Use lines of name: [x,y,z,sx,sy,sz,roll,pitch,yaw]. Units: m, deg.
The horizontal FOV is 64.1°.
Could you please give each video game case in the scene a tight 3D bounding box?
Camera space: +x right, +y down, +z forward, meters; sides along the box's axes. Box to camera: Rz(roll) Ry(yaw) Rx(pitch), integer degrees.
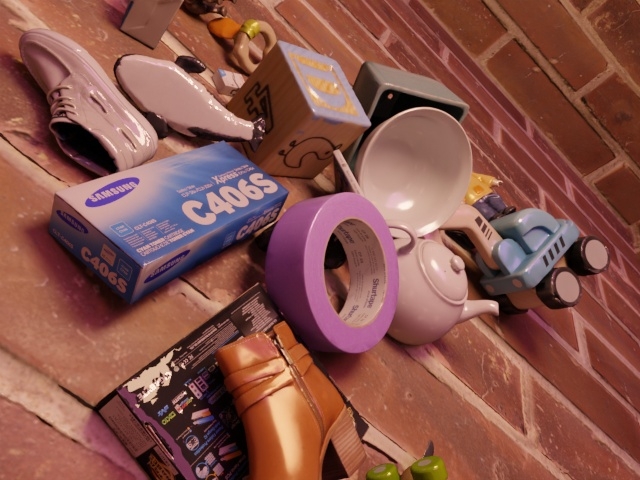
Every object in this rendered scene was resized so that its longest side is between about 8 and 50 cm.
video game case: [0.064,-0.099,1.118,0.019,0.157,0.143,-22,63,-7]

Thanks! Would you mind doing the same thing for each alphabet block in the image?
alphabet block: [-0.049,-0.269,1.091,0.192,0.197,0.193,-1,61,-47]

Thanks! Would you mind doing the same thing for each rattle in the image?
rattle: [-0.167,-0.460,1.270,0.199,0.142,0.130,13,82,-60]

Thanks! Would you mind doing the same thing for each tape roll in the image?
tape roll: [0.030,0.057,0.899,0.274,0.090,0.275,8,79,-49]

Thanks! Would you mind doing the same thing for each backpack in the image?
backpack: [0.441,-0.045,1.509,0.120,0.098,0.101,37,35,-18]

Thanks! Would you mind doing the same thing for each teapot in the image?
teapot: [0.219,0.085,1.085,0.256,0.187,0.253,-2,61,-47]

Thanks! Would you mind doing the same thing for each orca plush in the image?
orca plush: [-0.242,-0.265,0.961,0.287,0.151,0.102,6,18,-27]

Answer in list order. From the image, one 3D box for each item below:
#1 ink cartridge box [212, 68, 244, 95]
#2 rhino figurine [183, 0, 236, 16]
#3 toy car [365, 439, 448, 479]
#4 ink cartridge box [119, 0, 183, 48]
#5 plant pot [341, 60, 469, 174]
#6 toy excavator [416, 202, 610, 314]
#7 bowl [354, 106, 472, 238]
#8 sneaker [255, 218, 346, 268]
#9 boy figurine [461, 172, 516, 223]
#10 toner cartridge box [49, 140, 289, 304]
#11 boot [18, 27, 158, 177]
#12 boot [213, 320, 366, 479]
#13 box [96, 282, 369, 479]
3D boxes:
ink cartridge box: [-0.195,-0.350,1.145,0.083,0.028,0.048,-4,63,-49]
rhino figurine: [-0.262,-0.615,1.250,0.106,0.073,0.243,9,42,3]
toy car: [0.179,0.407,0.821,0.188,0.149,0.155,-8,77,-63]
ink cartridge box: [-0.335,-0.526,1.056,0.078,0.134,0.231,23,44,-32]
plant pot: [0.181,-0.327,1.324,0.247,0.248,0.252,7,41,-22]
toy excavator: [0.478,0.010,1.376,0.433,0.222,0.445,-39,92,-24]
bowl: [0.190,-0.162,1.180,0.298,0.298,0.134,26,6,-30]
sneaker: [0.000,0.000,0.997,0.283,0.107,0.124,-18,79,-52]
boy figurine: [0.493,-0.160,1.622,0.177,0.092,0.285,-27,59,-10]
toner cartridge box: [-0.211,-0.049,0.797,0.165,0.075,0.348,36,34,12]
boot: [-0.372,-0.206,0.774,0.258,0.095,0.123,43,30,-13]
boot: [-0.063,0.221,0.608,0.283,0.109,0.220,-19,75,-55]
box: [-0.095,0.245,0.709,0.293,0.073,0.295,53,36,0]
